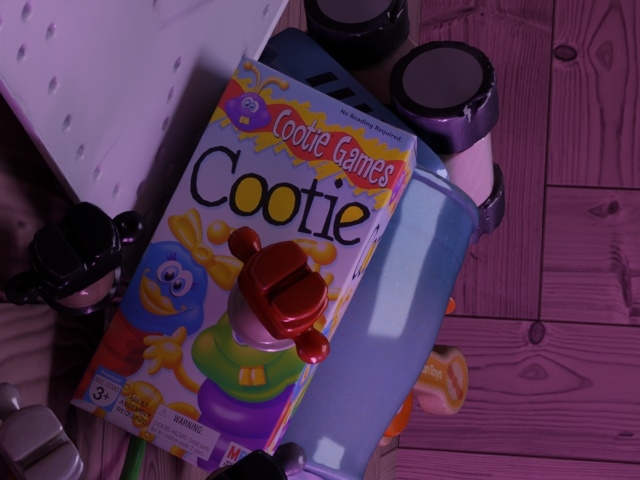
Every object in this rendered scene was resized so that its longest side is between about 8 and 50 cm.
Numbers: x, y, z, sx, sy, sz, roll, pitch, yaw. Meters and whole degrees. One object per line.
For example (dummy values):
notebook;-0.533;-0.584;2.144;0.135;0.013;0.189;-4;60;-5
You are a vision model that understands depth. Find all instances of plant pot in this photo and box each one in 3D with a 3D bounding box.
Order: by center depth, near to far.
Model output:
plant pot;-0.026;0.068;1.519;0.271;0.271;0.255;64;39;-71

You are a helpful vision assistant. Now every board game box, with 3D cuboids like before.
board game box;-0.099;-0.212;1.223;0.390;0.050;0.390;-64;164;-17
board game box;-0.050;0.026;1.333;0.275;0.144;0.142;-64;175;-4

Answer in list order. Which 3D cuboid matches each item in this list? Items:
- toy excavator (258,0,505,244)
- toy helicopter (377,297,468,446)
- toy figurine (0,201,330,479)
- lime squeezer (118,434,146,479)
toy excavator;0.000;0.000;1.792;0.433;0.445;0.222;46;-17;31
toy helicopter;0.079;0.114;2.003;0.355;0.140;0.235;27;65;-59
toy figurine;-0.104;0.088;1.170;0.148;0.213;0.209;126;-27;-77
lime squeezer;-0.166;0.256;1.356;0.110;0.059;0.310;129;-26;-50
